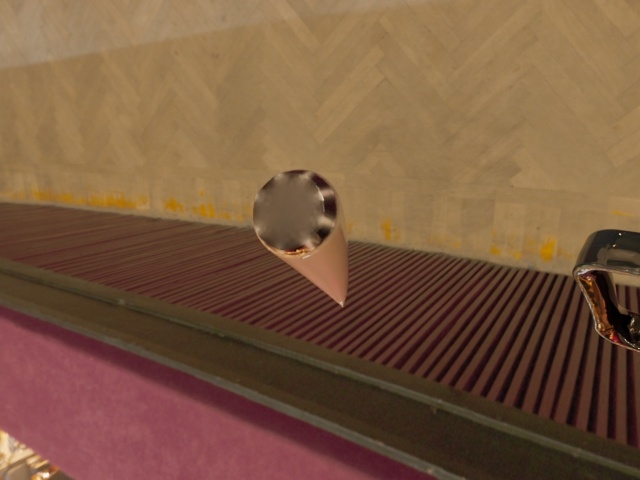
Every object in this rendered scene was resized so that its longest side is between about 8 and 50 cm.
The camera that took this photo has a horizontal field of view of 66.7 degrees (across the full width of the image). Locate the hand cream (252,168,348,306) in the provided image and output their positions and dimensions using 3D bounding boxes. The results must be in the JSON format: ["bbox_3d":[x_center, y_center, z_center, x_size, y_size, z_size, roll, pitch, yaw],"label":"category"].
[{"bbox_3d":[0.000,0.000,0.774,0.118,0.358,0.185,-14,75,8],"label":"hand cream"}]

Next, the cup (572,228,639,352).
[{"bbox_3d":[0.454,0.104,0.500,0.308,0.292,0.242,-17,47,30],"label":"cup"}]
